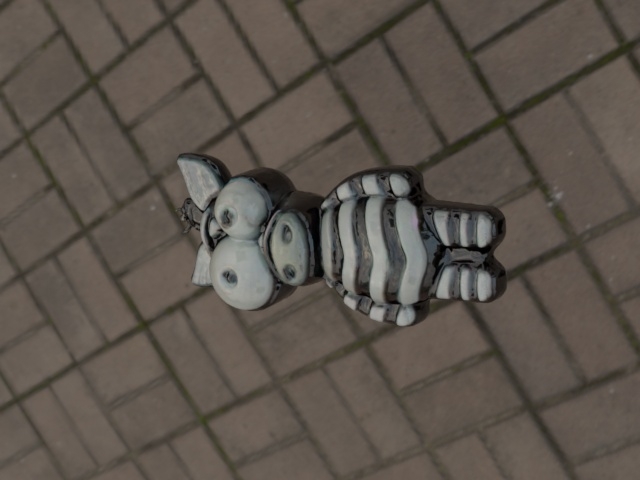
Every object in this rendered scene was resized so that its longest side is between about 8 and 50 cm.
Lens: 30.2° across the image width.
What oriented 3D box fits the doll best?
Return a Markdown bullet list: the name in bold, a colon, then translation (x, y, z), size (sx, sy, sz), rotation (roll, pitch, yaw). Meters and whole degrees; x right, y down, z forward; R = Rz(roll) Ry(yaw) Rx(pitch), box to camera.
- **doll**: translation (0.000, 0.000, 0.674), size (0.219, 0.067, 0.091), rotation (6, 109, 32)
